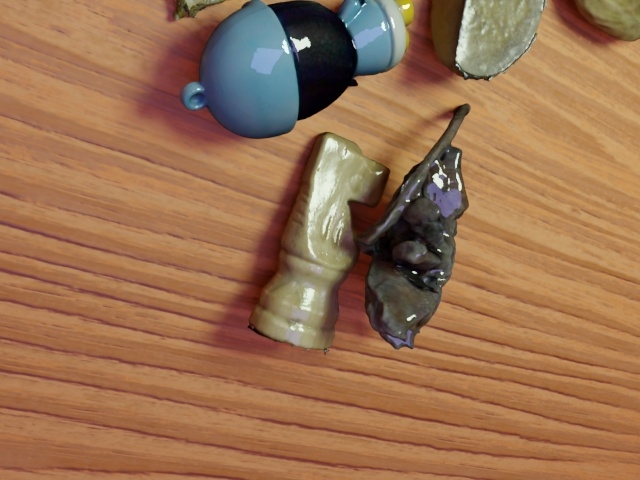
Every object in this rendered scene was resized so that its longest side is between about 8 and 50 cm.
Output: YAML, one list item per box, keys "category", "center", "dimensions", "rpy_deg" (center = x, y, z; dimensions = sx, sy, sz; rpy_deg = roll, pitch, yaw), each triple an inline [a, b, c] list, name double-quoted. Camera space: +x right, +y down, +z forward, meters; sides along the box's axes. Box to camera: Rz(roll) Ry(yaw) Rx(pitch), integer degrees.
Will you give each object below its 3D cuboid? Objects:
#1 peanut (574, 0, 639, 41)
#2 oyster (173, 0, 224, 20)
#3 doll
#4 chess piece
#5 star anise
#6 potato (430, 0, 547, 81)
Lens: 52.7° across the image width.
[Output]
- category: "peanut"
  center: [0.463, -0.405, 0.909]
  dimensions: [0.196, 0.110, 0.233]
  rpy_deg: [24, 103, -21]
- category: "oyster"
  center: [-0.140, -0.308, 0.795]
  dimensions: [0.083, 0.038, 0.081]
  rpy_deg: [-13, 147, -44]
- category: "doll"
  center: [-0.028, -0.226, 0.802]
  dimensions: [0.314, 0.141, 0.177]
  rpy_deg: [-26, 150, -21]
- category: "chess piece"
  center: [0.000, 0.000, 0.932]
  dimensions: [0.137, 0.137, 0.301]
  rpy_deg: [16, 96, -24]
- category: "star anise"
  center: [0.129, 0.000, 0.923]
  dimensions: [0.139, 0.359, 0.316]
  rpy_deg: [20, 131, 9]
- category: "potato"
  center: [0.224, -0.338, 0.863]
  dimensions: [0.138, 0.098, 0.243]
  rpy_deg: [-1, 106, -23]
